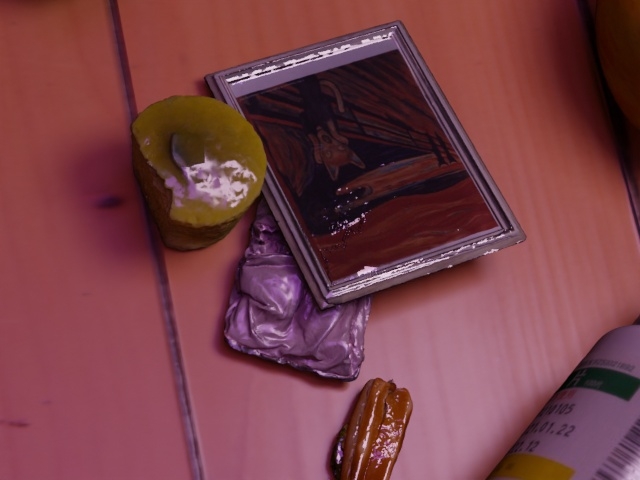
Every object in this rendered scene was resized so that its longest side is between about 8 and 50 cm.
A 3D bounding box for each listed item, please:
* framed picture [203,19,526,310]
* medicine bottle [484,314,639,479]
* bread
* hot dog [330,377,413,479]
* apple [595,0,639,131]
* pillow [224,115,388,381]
[{"bbox_3d":[0.041,-0.080,1.710,0.216,0.016,0.273,-19,64,-20],"label":"framed picture"},{"bbox_3d":[0.298,0.184,1.607,0.208,0.208,0.340,41,66,4],"label":"medicine bottle"},{"bbox_3d":[-0.111,-0.061,1.654,0.111,0.114,0.129,-14,73,-18],"label":"bread"},{"bbox_3d":[0.044,0.181,1.645,0.056,0.041,0.133,26,61,-11],"label":"hot dog"},{"bbox_3d":[0.406,-0.207,1.735,0.301,0.301,0.301,4,69,-11],"label":"apple"},{"bbox_3d":[0.000,0.000,1.695,0.135,0.049,0.248,16,64,-2],"label":"pillow"}]
